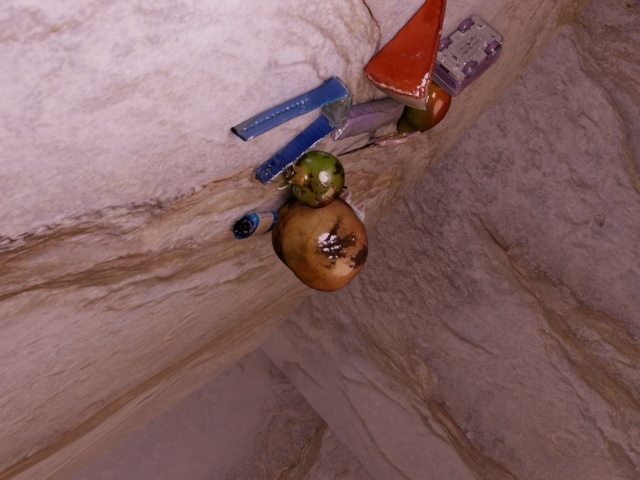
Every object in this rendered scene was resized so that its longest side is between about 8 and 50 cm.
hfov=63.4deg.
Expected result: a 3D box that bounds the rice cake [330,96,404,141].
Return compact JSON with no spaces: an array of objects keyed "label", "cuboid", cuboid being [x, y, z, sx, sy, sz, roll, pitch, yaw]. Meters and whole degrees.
[{"label":"rice cake","cuboid":[0.130,-0.343,1.423,0.399,0.064,0.070,-31,155,-52]}]

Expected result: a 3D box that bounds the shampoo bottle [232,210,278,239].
[{"label":"shampoo bottle","cuboid":[-0.187,-0.043,1.460,0.087,0.050,0.183,-43,171,20]}]

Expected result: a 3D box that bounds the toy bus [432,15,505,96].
[{"label":"toy bus","cuboid":[0.429,-0.547,1.539,0.202,0.142,0.142,-41,165,-8]}]

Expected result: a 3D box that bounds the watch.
[{"label":"watch","cuboid":[-0.050,-0.255,1.103,0.274,0.068,0.276,-37,170,-6]}]

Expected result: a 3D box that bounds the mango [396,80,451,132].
[{"label":"mango","cuboid":[0.349,-0.437,1.735,0.146,0.129,0.289,-43,179,-8]}]

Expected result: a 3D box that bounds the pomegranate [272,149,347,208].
[{"label":"pomegranate","cuboid":[-0.023,-0.158,1.360,0.156,0.156,0.220,-48,165,27]}]

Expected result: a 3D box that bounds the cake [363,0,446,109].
[{"label":"cake","cuboid":[0.208,-0.465,1.257,0.158,0.159,0.262,-2,103,-75]}]

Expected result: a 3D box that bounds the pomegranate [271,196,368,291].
[{"label":"pomegranate","cuboid":[0.000,0.000,1.619,0.322,0.322,0.322,-42,170,-9]}]

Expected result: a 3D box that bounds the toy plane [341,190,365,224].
[{"label":"toy plane","cuboid":[0.076,-0.083,2.028,0.252,0.118,0.252,-32,-143,28]}]

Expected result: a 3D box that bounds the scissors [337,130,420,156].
[{"label":"scissors","cuboid":[0.181,-0.314,1.691,0.317,0.024,0.160,-22,-159,-29]}]
